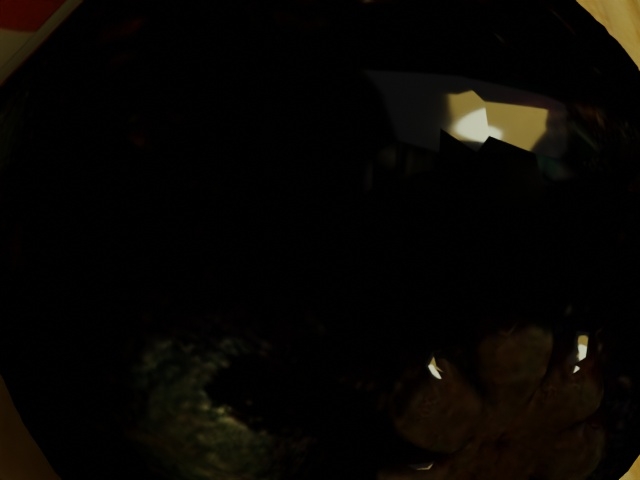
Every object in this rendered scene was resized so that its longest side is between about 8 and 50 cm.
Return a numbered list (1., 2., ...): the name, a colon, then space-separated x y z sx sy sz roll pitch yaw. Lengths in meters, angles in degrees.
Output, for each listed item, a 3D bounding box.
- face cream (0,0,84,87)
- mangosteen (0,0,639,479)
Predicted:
1. face cream: -0.167 -0.096 0.442 0.201 0.187 0.201 43 15 -14
2. mangosteen: 0.000 0.000 0.534 0.243 0.243 0.243 29 30 -19
